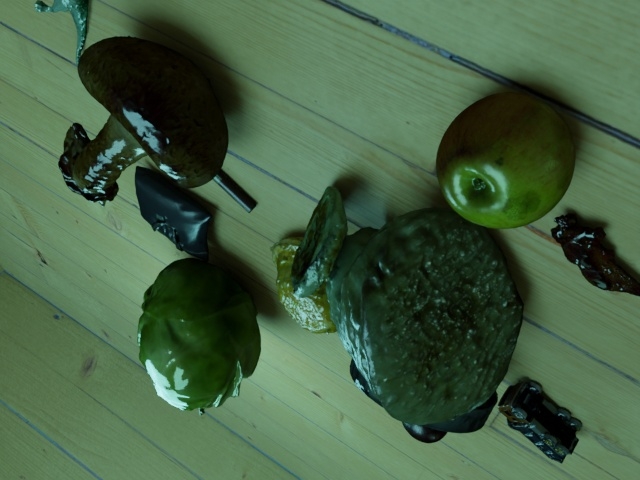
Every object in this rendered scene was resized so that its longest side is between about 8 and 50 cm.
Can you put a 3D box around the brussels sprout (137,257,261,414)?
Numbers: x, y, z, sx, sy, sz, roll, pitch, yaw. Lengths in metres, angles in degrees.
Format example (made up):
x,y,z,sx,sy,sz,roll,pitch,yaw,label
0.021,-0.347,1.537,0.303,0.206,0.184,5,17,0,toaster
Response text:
x,y,z,sx,sy,sz,roll,pitch,yaw,label
-0.331,0.239,1.934,0.361,0.343,0.425,115,148,-43,brussels sprout

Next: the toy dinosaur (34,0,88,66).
x,y,z,sx,sy,sz,roll,pitch,yaw,label
-0.552,-0.500,1.456,0.129,0.076,0.383,24,160,-12,toy dinosaur

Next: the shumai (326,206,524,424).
x,y,z,sx,sy,sz,roll,pitch,yaw,label
0.157,0.120,1.309,0.323,0.324,0.397,19,128,62,shumai

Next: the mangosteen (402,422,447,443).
x,y,z,sx,sy,sz,roll,pitch,yaw,label
0.277,0.449,1.770,0.140,0.140,0.140,28,148,19,mangosteen

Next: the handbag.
x,y,z,sx,sy,sz,roll,pitch,yaw,label
-0.391,-0.065,1.847,0.254,0.088,0.211,33,144,14,handbag

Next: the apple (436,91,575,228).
x,y,z,sx,sy,sz,roll,pitch,yaw,label
0.258,-0.108,0.983,0.196,0.196,0.196,28,148,19,apple

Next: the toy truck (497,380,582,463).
x,y,z,sx,sy,sz,roll,pitch,yaw,label
0.475,0.392,1.499,0.192,0.083,0.092,42,155,-5,toy truck

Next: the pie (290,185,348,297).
x,y,z,sx,sy,sz,roll,pitch,yaw,label
0.000,0.000,1.360,0.054,0.240,0.240,20,152,-10,pie

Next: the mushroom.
x,y,z,sx,sy,sz,roll,pitch,yaw,label
-0.379,-0.233,1.380,0.334,0.356,0.330,-135,24,-68,mushroom

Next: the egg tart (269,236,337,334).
x,y,z,sx,sy,sz,roll,pitch,yaw,label
-0.012,0.128,1.646,0.319,0.128,0.319,30,150,20,egg tart

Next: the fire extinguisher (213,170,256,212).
x,y,z,sx,sy,sz,roll,pitch,yaw,label
-0.224,-0.131,1.633,0.173,0.035,0.049,44,-172,-7,fire extinguisher

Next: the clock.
x,y,z,sx,sy,sz,roll,pitch,yaw,label
0.216,0.297,1.471,0.319,0.319,0.066,24,104,25,clock

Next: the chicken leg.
x,y,z,sx,sy,sz,roll,pitch,yaw,label
0.445,0.037,1.094,0.219,0.048,0.089,45,153,-8,chicken leg
